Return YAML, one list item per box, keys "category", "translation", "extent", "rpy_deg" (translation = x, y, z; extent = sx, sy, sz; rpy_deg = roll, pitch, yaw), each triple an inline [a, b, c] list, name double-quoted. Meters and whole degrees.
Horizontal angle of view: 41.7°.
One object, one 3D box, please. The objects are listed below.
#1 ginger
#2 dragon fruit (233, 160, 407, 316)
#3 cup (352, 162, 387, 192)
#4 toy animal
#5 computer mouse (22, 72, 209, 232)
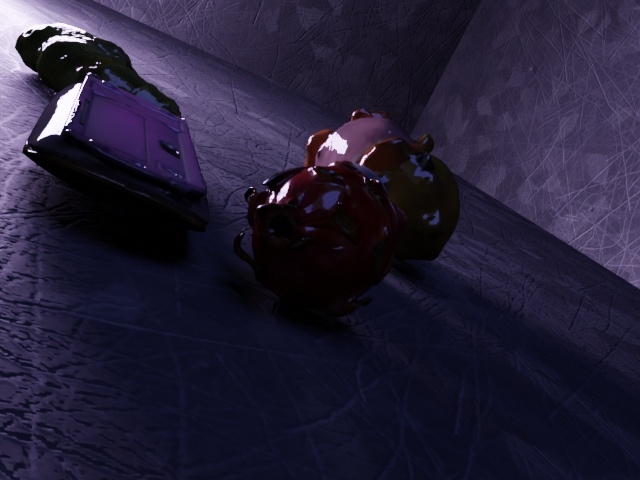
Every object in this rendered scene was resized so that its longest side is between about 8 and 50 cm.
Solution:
- category: "ginger"
  translation: [-0.272, -0.201, 1.036]
  extent: [0.137, 0.089, 0.290]
  rpy_deg: [27, 7, -43]
- category: "dragon fruit"
  translation: [0.000, 0.000, 0.707]
  extent: [0.136, 0.133, 0.166]
  rpy_deg: [-14, -6, 23]
- category: "cup"
  translation: [0.005, -0.023, 0.919]
  extent: [0.099, 0.136, 0.133]
  rpy_deg: [61, 12, -5]
- category: "toy animal"
  translation: [0.085, -0.067, 1.096]
  extent: [0.169, 0.195, 0.281]
  rpy_deg: [66, -8, -23]
- category: "computer mouse"
  translation: [-0.177, -0.078, 0.757]
  extent: [0.158, 0.071, 0.310]
  rpy_deg: [24, 13, -20]
